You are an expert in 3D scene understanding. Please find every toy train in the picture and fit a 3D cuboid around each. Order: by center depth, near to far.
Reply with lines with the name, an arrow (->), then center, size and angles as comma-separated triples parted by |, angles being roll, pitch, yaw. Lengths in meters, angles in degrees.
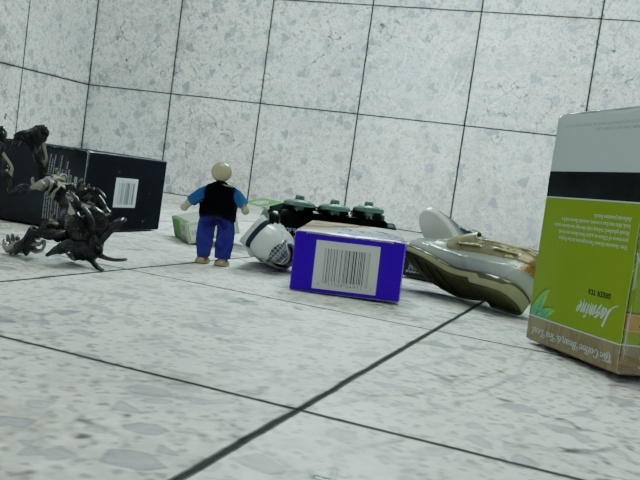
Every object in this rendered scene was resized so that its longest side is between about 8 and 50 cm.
toy train -> 0.013, -0.031, 1.994 | 0.334, 0.142, 0.190 | 5, -1, -17

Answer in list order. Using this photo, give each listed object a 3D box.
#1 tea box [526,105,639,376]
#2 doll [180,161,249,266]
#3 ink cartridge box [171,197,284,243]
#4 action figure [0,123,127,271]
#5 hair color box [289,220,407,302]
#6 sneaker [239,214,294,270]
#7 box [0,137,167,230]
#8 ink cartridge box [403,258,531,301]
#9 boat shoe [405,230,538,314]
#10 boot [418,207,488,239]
tea box -> 0.487, 0.010, 1.072 | 0.329, 0.323, 0.220 | 6, 4, -16
doll -> -0.195, -0.051, 1.498 | 0.129, 0.188, 0.046 | 9, 4, 5
ink cartridge box -> -0.216, -0.049, 1.904 | 0.235, 0.056, 0.171 | -11, 10, -20
action figure -> -0.419, -0.050, 1.280 | 0.164, 0.275, 0.141 | -31, -7, -44
hair color box -> 0.054, 0.029, 1.471 | 0.185, 0.110, 0.339 | 7, 3, 3
sneaker -> -0.084, 0.020, 1.580 | 0.095, 0.090, 0.235 | 38, 3, 11
box -> -0.583, -0.130, 1.891 | 0.313, 0.178, 0.343 | 10, 5, 18
ink cartridge box -> 0.374, 0.071, 1.785 | 0.304, 0.072, 0.307 | 9, 3, 35
boat shoe -> 0.276, 0.043, 1.474 | 0.302, 0.103, 0.113 | 23, -21, 50
boot -> 0.272, 0.000, 1.588 | 0.069, 0.190, 0.086 | -31, 10, 46
